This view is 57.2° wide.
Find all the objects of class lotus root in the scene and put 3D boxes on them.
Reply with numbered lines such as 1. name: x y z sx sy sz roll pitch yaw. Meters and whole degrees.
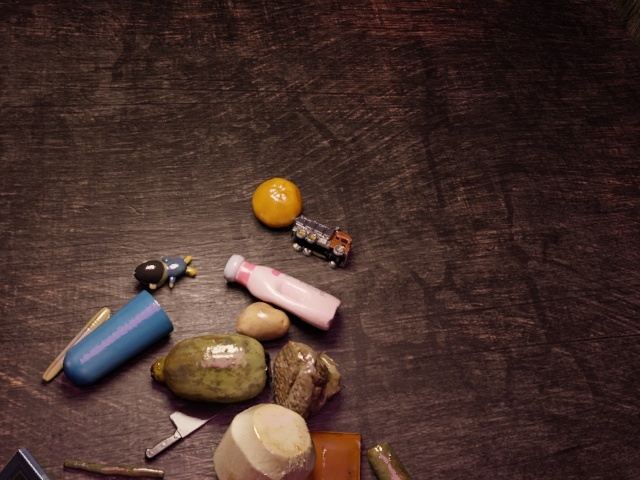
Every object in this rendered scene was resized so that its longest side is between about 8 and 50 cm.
1. lotus root: -0.277 0.329 1.489 0.309 0.173 0.173 -3 60 -4

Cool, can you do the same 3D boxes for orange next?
1. orange: -0.130 -0.118 1.785 0.158 0.136 0.159 4 62 -8

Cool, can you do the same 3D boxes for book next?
1. book: -0.616 0.609 1.258 0.269 0.025 0.191 43 99 14

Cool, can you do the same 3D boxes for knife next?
1. knife: -0.340 0.455 1.475 0.245 0.019 0.072 -31 66 -28

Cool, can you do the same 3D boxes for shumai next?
1. shumai: -0.019 0.356 1.513 0.175 0.206 0.166 -2 25 -32

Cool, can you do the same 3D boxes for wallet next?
1. wallet: 0.025 0.577 1.463 0.160 0.042 0.196 9 56 -12

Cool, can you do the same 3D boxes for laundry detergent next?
1. laundry detergent: -0.110 0.141 1.642 0.335 0.159 0.088 24 102 6

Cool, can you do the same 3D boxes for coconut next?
1. coconut: -0.129 0.510 1.375 0.241 0.241 0.241 5 59 -8

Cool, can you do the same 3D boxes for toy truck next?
1. toy truck: 0.000 0.000 1.772 0.192 0.083 0.092 25 53 5

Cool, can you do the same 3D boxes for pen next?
1. pen: -0.625 0.269 1.519 0.040 0.032 0.233 42 60 -13

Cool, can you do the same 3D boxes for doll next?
1. doll: -0.438 0.087 1.638 0.179 0.089 0.102 -1 57 -40

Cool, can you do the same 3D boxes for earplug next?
1. earplug: -0.523 0.259 1.493 0.273 0.132 0.132 -37 73 -24

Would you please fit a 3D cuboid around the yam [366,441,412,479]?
1. yam: 0.232 0.670 1.428 0.083 0.083 0.372 -24 67 -23

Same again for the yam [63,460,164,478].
1. yam: -0.487 0.544 1.387 0.234 0.029 0.027 8 32 -5

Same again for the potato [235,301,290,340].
1. potato: -0.156 0.222 1.599 0.146 0.112 0.112 9 58 -16
